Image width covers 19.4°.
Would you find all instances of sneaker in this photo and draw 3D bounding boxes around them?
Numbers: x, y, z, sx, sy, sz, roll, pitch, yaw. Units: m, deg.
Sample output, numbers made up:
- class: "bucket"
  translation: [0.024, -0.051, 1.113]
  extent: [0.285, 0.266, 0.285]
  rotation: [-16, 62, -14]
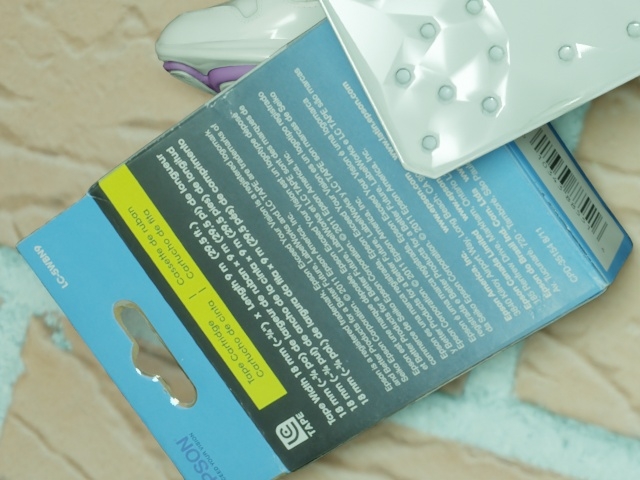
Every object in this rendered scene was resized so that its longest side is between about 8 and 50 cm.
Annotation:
- class: "sneaker"
  translation: [0.029, -0.172, 1.327]
  extent: [0.305, 0.114, 0.152]
  rotation: [-6, 71, 19]

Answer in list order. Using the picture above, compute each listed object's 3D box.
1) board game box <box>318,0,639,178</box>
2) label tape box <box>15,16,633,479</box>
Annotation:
- class: "board game box"
  translation: [0.139, -0.292, 1.101]
  extent: [0.390, 0.050, 0.390]
  rotation: [-27, 92, -1]
- class: "label tape box"
  translation: [0.000, 0.000, 1.251]
  extent: [0.333, 0.106, 0.240]
  rotation: [-32, 96, 25]
